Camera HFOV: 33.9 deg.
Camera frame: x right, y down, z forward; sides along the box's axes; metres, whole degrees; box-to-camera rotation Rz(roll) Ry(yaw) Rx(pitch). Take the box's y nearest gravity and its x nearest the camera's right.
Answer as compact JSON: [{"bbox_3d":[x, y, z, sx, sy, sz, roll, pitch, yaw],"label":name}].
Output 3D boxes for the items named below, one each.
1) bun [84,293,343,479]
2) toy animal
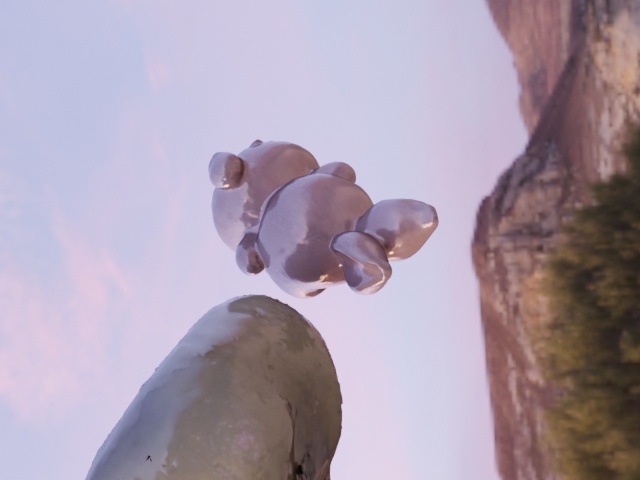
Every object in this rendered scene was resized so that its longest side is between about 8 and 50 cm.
[{"bbox_3d":[-0.076,0.174,0.736,0.273,0.168,0.273,-62,-1,-3],"label":"bun"},{"bbox_3d":[0.001,0.001,0.816,0.124,0.212,0.124,-21,-53,-30],"label":"toy animal"}]
